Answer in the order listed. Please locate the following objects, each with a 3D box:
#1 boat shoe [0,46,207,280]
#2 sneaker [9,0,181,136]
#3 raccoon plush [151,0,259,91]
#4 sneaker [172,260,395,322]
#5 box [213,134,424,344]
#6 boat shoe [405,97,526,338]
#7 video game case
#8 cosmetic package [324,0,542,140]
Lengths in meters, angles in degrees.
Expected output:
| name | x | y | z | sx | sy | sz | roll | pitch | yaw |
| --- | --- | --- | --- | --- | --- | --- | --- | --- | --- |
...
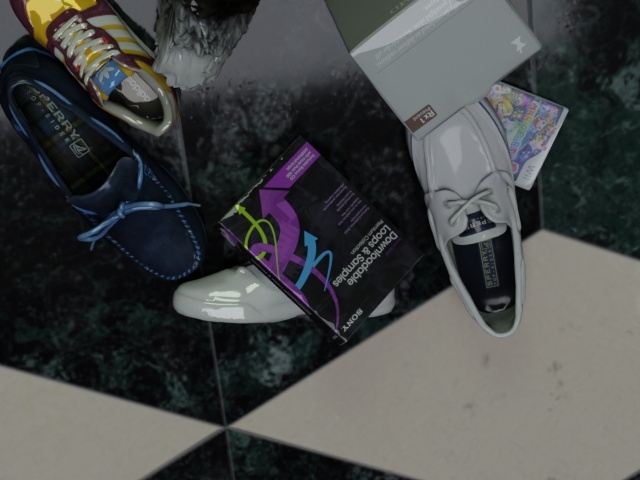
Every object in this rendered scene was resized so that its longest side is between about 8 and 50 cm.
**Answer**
| name | x | y | z | sx | sy | sz | roll | pitch | yaw |
| --- | --- | --- | --- | --- | --- | --- | --- | --- | --- |
| boat shoe | -0.204 | -0.052 | 1.312 | 0.109 | 0.089 | 0.258 | -42 | 110 | 11 |
| sneaker | -0.194 | -0.165 | 1.272 | 0.185 | 0.084 | 0.069 | 38 | 103 | -18 |
| raccoon plush | 0.052 | -0.321 | 1.218 | 0.299 | 0.216 | 0.446 | 9 | 133 | -21 |
| sneaker | -0.036 | 0.027 | 1.378 | 0.212 | 0.080 | 0.094 | -4 | 100 | -12 |
| box | 0.000 | 0.000 | 1.340 | 0.162 | 0.029 | 0.116 | 43 | 75 | -4 |
| boat shoe | 0.146 | -0.028 | 1.350 | 0.095 | 0.084 | 0.258 | -19 | 117 | 8 |
| video game case | 0.160 | -0.106 | 1.370 | 0.122 | 0.011 | 0.087 | 20 | 108 | -13 |
| cosmetic package | 0.082 | -0.190 | 1.206 | 0.127 | 0.238 | 0.107 | -38 | 111 | 8 |
